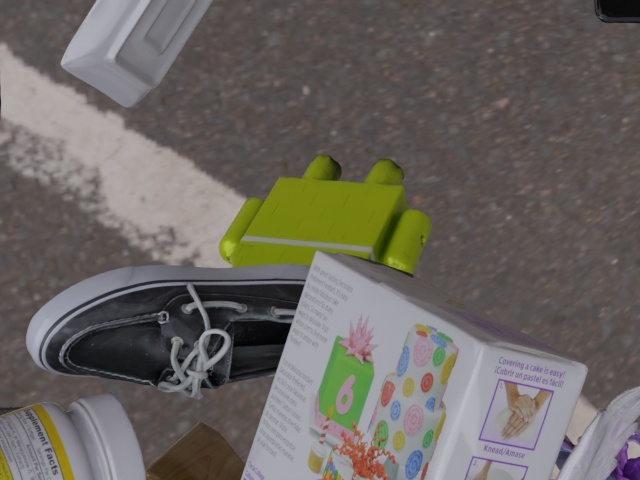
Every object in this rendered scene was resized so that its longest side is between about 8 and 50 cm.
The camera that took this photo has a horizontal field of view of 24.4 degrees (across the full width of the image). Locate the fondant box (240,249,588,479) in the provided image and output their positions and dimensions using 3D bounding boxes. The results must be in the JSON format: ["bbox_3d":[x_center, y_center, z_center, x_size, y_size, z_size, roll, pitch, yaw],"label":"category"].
[{"bbox_3d":[0.034,0.197,1.038,0.238,0.096,0.330,29,103,60],"label":"fondant box"}]

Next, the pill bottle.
[{"bbox_3d":[-0.262,0.207,1.256,0.119,0.208,0.119,44,143,48],"label":"pill bottle"}]

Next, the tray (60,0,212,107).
[{"bbox_3d":[-0.112,-0.239,1.276,0.030,0.145,0.270,33,91,19],"label":"tray"}]

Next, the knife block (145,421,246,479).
[{"bbox_3d":[-0.152,0.259,1.423,0.088,0.242,0.275,-58,40,10],"label":"knife block"}]

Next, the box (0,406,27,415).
[{"bbox_3d":[-0.425,0.377,1.733,0.183,0.294,0.296,-3,100,-2],"label":"box"}]

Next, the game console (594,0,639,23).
[{"bbox_3d":[0.271,-0.227,1.211,0.071,0.107,0.122,-7,78,27],"label":"game console"}]

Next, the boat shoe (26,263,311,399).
[{"bbox_3d":[-0.115,0.095,1.386,0.105,0.306,0.113,57,139,47],"label":"boat shoe"}]

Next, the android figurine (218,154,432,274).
[{"bbox_3d":[0.000,0.000,1.746,0.248,0.273,0.056,4,133,21],"label":"android figurine"}]

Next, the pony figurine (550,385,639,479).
[{"bbox_3d":[0.253,0.281,1.448,0.351,0.303,0.363,-62,34,4],"label":"pony figurine"}]
